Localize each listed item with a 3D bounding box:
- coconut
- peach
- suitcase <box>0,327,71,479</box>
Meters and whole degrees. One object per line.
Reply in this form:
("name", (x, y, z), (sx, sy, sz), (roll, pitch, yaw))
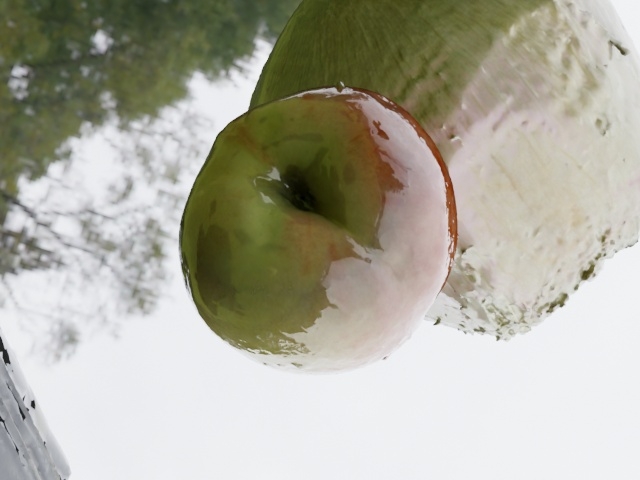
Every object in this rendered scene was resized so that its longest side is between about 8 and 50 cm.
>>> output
("coconut", (0.115, -0.138, 1.246), (0.404, 0.404, 0.405), (-45, -145, 44))
("peach", (0.000, 0.000, 0.963), (0.232, 0.232, 0.233), (-45, -145, 44))
("suitcase", (-0.334, 0.061, 0.820), (0.283, 0.434, 0.194), (18, -131, 38))
